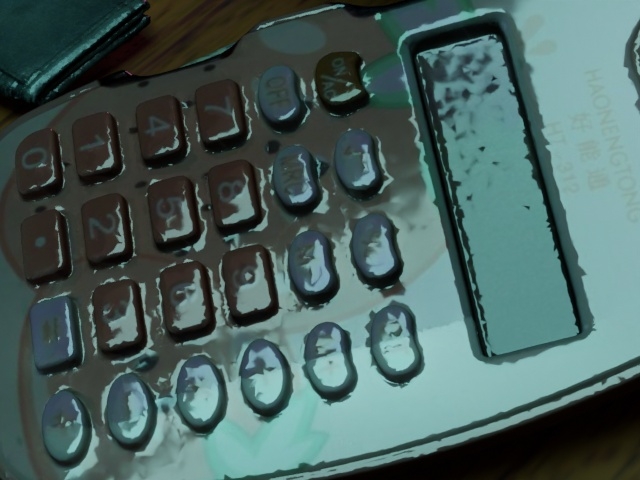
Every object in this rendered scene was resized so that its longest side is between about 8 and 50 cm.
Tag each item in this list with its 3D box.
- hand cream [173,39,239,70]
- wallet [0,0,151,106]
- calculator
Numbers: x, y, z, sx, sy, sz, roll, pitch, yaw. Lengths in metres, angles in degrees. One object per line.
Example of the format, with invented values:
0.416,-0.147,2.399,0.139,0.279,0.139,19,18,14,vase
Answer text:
-0.100,-0.028,0.850,0.276,0.059,0.095,-25,51,-5,hand cream
-0.157,-0.114,0.972,0.129,0.026,0.088,31,63,37,wallet
0.000,0.000,0.763,0.329,0.048,0.220,-13,60,4,calculator
